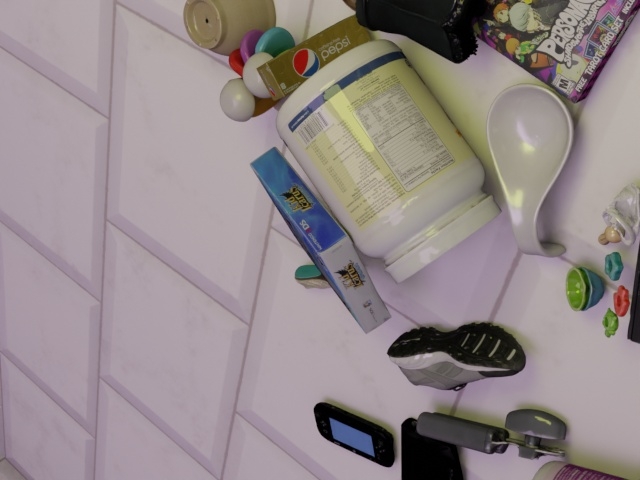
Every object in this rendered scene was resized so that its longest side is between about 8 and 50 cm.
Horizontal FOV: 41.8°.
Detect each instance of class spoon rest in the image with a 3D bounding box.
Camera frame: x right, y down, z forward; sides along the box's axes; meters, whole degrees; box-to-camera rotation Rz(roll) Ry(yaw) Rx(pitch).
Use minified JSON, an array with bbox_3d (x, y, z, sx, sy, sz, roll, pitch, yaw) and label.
[{"bbox_3d":[0.315,-0.096,1.243,0.137,0.084,0.276,6,117,40],"label":"spoon rest"}]

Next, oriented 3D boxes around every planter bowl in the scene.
[{"bbox_3d":[-0.175,-0.402,1.502,0.162,0.109,0.162,20,124,33],"label":"planter bowl"}]

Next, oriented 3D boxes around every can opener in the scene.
[{"bbox_3d":[0.308,0.334,1.508,0.283,0.076,0.095,6,84,41],"label":"can opener"}]

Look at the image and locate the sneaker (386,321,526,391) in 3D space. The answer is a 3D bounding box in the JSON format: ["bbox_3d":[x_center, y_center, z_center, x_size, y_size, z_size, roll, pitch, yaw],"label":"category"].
[{"bbox_3d":[0.247,0.213,1.475,0.271,0.100,0.108,-7,121,47],"label":"sneaker"}]

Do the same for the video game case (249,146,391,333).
[{"bbox_3d":[0.000,0.000,1.444,0.269,0.061,0.244,53,176,42],"label":"video game case"}]

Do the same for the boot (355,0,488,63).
[{"bbox_3d":[0.143,-0.388,1.179,0.207,0.094,0.246,29,136,37],"label":"boot"}]

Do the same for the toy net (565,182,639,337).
[{"bbox_3d":[0.412,0.027,1.203,0.045,0.122,0.232,-1,129,-5],"label":"toy net"}]

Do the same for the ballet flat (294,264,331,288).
[{"bbox_3d":[0.021,0.071,1.633,0.168,0.057,0.052,0,140,46],"label":"ballet flat"}]

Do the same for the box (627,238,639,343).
[{"bbox_3d":[0.571,0.041,1.097,0.295,0.073,0.293,19,123,35],"label":"box"}]

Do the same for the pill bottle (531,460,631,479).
[{"bbox_3d":[0.489,0.467,1.329,0.301,0.169,0.169,8,117,40],"label":"pill bottle"}]

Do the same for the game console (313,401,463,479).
[{"bbox_3d":[0.134,0.441,1.726,0.361,0.044,0.213,17,122,36],"label":"game console"}]

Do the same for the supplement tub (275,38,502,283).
[{"bbox_3d":[0.107,-0.120,1.307,0.325,0.235,0.235,55,136,4],"label":"supplement tub"}]

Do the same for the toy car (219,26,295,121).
[{"bbox_3d":[-0.096,-0.297,1.454,0.182,0.159,0.136,-35,78,47],"label":"toy car"}]

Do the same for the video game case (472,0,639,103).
[{"bbox_3d":[0.323,-0.338,1.134,0.210,0.042,0.232,41,134,20],"label":"video game case"}]

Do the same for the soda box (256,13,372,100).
[{"bbox_3d":[-0.008,-0.296,1.349,0.061,0.181,0.058,61,163,-12],"label":"soda box"}]

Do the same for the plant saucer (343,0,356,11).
[{"bbox_3d":[0.085,-0.436,1.307,0.168,0.029,0.168,22,126,34],"label":"plant saucer"}]
